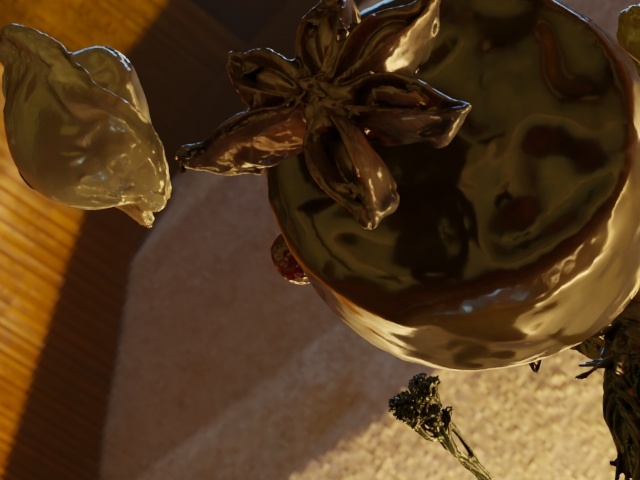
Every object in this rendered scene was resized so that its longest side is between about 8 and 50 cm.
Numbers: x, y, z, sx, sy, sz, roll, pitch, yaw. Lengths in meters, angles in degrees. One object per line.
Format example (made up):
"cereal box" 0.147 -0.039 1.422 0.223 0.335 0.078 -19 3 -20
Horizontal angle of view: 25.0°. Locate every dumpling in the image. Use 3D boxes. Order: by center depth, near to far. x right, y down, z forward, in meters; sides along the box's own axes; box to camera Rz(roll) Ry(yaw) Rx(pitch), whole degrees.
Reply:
"dumpling" -0.185 -0.093 1.150 0.118 0.199 0.136 -48 -164 -30

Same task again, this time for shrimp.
"shrimp" 0.238 0.127 1.241 0.058 0.169 0.296 120 -25 -47

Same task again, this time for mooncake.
"mooncake" 0.104 -0.051 1.047 0.284 0.155 0.284 -7 -117 15

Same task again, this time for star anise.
"star anise" 0.015 -0.093 0.927 0.208 0.063 0.172 18 -105 42

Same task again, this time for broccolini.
"broccolini" 0.163 0.235 1.732 0.074 0.201 0.058 -55 -156 -18

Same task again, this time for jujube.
"jujube" 0.000 0.000 1.792 0.129 0.077 0.077 -38 -154 9

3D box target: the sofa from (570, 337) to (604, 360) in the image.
"sofa" 0.437 0.057 1.766 0.200 0.258 0.182 -156 -117 -71

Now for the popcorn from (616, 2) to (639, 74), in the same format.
"popcorn" 0.408 -0.161 1.349 0.286 0.173 0.225 53 -30 36
